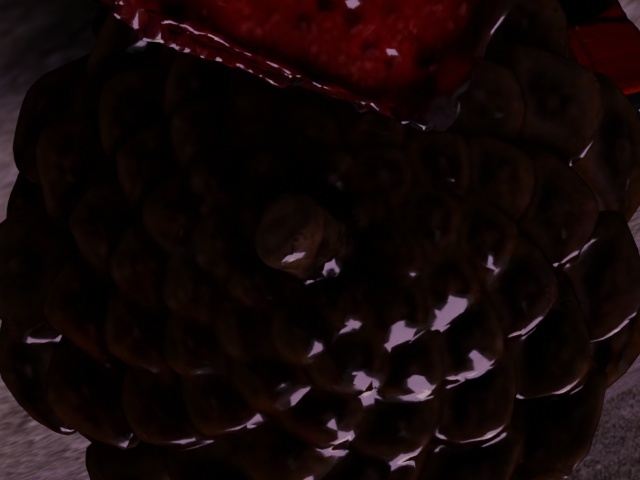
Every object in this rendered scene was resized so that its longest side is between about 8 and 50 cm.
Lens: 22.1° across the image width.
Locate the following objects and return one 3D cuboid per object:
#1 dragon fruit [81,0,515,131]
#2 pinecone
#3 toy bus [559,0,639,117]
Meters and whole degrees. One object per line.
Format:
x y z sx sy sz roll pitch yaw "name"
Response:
-0.027 -0.101 0.335 0.161 0.120 0.127 16 -175 -35 "dragon fruit"
0.000 0.000 0.506 0.207 0.208 0.208 -25 166 -7 "pinecone"
0.047 -0.034 0.662 0.081 0.089 0.195 -17 162 -34 "toy bus"
